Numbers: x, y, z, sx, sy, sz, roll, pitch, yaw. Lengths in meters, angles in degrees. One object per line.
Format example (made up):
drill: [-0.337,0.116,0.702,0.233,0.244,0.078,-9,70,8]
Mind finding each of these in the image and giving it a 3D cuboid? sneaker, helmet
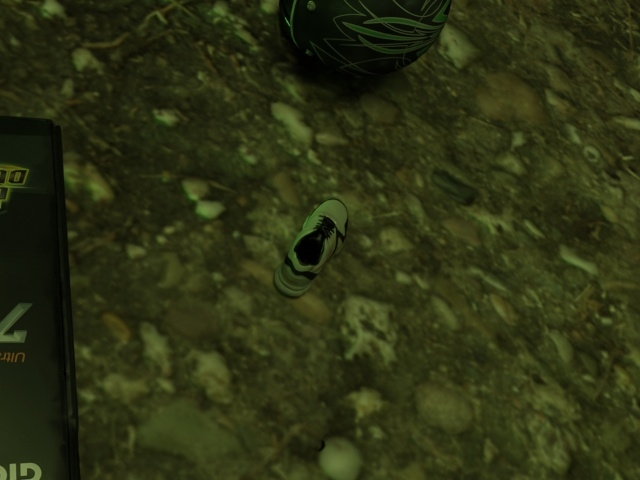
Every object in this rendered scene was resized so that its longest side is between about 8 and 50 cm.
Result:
sneaker: [0.000,0.000,0.773,0.040,0.044,0.109,30,49,-1]
helmet: [0.043,-0.237,0.878,0.169,0.169,0.162,1,41,-24]

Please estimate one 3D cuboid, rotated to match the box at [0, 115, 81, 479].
box: [-0.310,0.047,0.578,0.295,0.073,0.293,2,57,-23]
